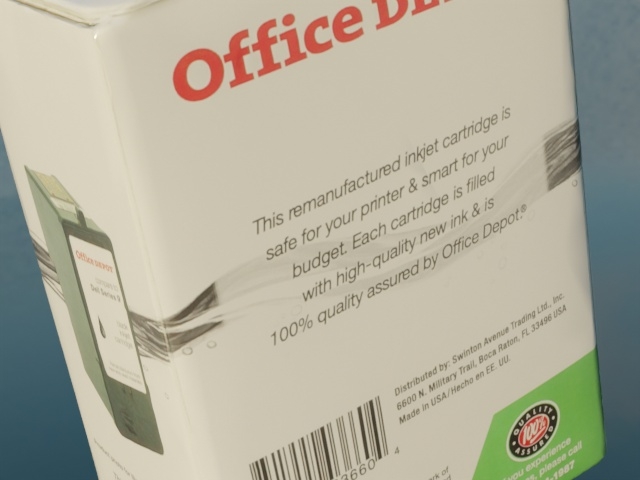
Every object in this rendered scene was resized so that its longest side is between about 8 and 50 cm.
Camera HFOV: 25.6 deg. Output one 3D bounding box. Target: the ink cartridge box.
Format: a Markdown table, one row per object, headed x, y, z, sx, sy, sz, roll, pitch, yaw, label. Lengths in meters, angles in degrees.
| x | y | z | sx | sy | sz | roll | pitch | yaw | label |
| --- | --- | --- | --- | --- | --- | --- | --- | --- | --- |
| 0.000 | 0.000 | 0.593 | 0.211 | 0.289 | 0.121 | -25 | 30 | -28 | ink cartridge box |
